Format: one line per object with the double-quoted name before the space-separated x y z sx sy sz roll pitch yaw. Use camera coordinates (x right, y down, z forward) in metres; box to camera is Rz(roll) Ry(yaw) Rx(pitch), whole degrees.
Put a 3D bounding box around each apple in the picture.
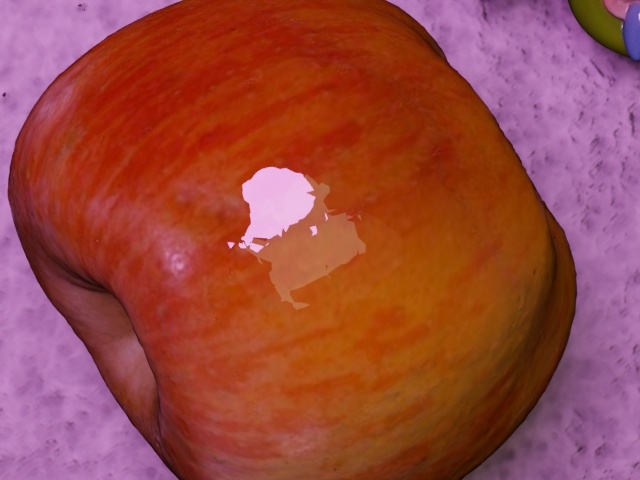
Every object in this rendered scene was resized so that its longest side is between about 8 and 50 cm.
"apple" 0.000 0.000 0.688 0.301 0.301 0.301 0 86 -3

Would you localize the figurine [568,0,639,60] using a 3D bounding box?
"figurine" 0.187 -0.197 0.769 0.263 0.143 0.162 18 94 -7
